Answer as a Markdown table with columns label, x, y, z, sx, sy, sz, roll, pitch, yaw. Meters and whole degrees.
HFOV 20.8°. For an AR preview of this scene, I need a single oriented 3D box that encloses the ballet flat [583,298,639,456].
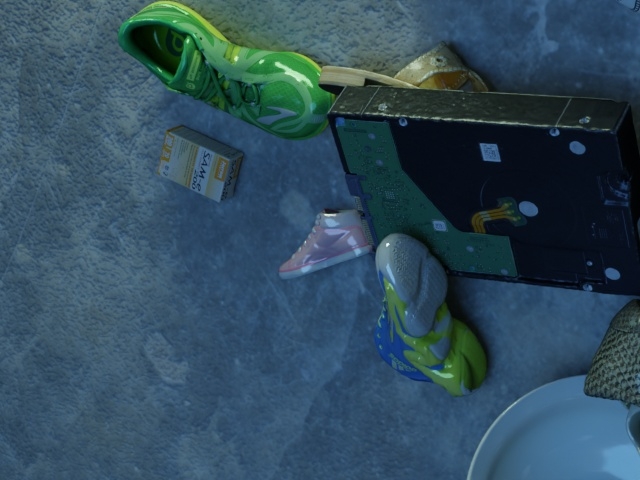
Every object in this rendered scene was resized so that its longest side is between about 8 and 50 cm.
| label | x | y | z | sx | sy | sz | roll | pitch | yaw |
| --- | --- | --- | --- | --- | --- | --- | --- | --- | --- |
| ballet flat | 0.475 | 0.249 | 1.805 | 0.483 | 0.164 | 0.182 | 37 | 100 | 27 |

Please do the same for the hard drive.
| label | x | y | z | sx | sy | sz | roll | pitch | yaw |
| --- | --- | --- | --- | --- | --- | --- | --- | --- | --- |
| hard drive | 0.192 | -0.058 | 1.926 | 0.339 | 0.064 | 0.237 | 5 | 133 | 28 |

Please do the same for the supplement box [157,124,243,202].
| label | x | y | z | sx | sy | sz | roll | pitch | yaw |
| --- | --- | --- | --- | --- | --- | --- | --- | --- | --- |
| supplement box | -0.151 | -0.096 | 2.179 | 0.098 | 0.036 | 0.062 | 24 | 115 | 22 |

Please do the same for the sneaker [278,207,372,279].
| label | x | y | z | sx | sy | sz | roll | pitch | yaw |
| --- | --- | --- | --- | --- | --- | --- | --- | --- | --- |
| sneaker | 0.000 | 0.000 | 2.113 | 0.134 | 0.051 | 0.070 | -19 | 92 | 29 |

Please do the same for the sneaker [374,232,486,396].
| label | x | y | z | sx | sy | sz | roll | pitch | yaw |
| --- | --- | --- | --- | --- | --- | --- | --- | --- | --- |
| sneaker | 0.095 | 0.091 | 2.026 | 0.126 | 0.091 | 0.240 | 0 | 130 | 41 |

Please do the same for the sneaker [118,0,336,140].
| label | x | y | z | sx | sy | sz | roll | pitch | yaw |
| --- | --- | --- | --- | --- | --- | --- | --- | --- | --- |
| sneaker | -0.118 | -0.194 | 2.081 | 0.295 | 0.123 | 0.109 | 25 | 115 | 21 |

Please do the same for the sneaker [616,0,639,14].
| label | x | y | z | sx | sy | sz | roll | pitch | yaw |
| --- | --- | --- | --- | --- | --- | --- | --- | --- | --- |
| sneaker | 0.401 | -0.296 | 1.786 | 0.270 | 0.090 | 0.145 | 11 | 140 | 6 |

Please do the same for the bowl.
| label | x | y | z | sx | sy | sz | roll | pitch | yaw |
| --- | --- | --- | --- | --- | --- | --- | --- | --- | --- |
| bowl | 0.310 | 0.309 | 1.940 | 0.298 | 0.134 | 0.298 | -2 | 67 | 5 |

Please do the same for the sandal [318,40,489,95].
| label | x | y | z | sx | sy | sz | roll | pitch | yaw |
| --- | --- | --- | --- | --- | --- | --- | --- | --- | --- |
| sandal | 0.118 | -0.191 | 1.973 | 0.240 | 0.088 | 0.079 | 12 | 84 | 17 |
